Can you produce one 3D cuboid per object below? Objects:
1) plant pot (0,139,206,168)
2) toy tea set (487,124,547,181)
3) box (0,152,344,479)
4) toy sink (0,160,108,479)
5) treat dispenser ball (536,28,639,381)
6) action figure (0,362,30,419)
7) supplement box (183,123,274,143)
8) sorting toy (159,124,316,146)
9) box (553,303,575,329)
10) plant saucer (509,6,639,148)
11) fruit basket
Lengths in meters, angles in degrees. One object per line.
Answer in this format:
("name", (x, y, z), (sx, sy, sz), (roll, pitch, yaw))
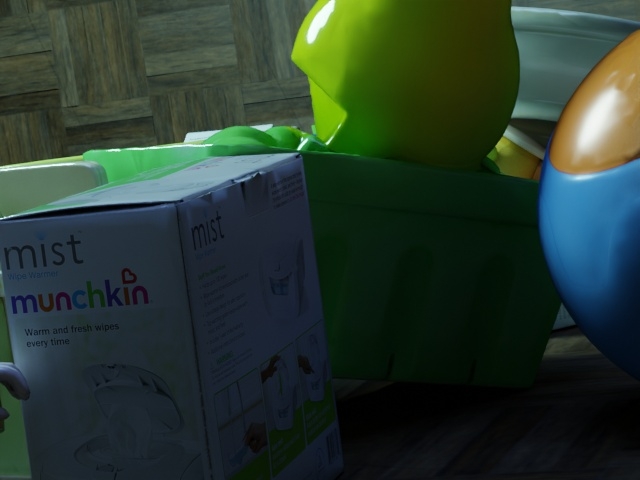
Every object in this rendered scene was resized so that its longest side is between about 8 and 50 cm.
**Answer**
("plant pot", (-0.148, 0.026, 1.767), (0.227, 0.207, 0.228), (-6, -2, 13))
("toy tea set", (0.264, -0.018, 2.161), (0.200, 0.124, 0.336), (33, 5, 23))
("box", (-0.084, 0.073, 1.260), (0.126, 0.231, 0.262), (-6, 8, 17))
("toy sink", (-0.241, 0.067, 1.497), (0.153, 0.234, 0.131), (-3, 8, 34))
("treat dispenser ball", (0.297, -0.025, 1.385), (0.288, 0.288, 0.288), (-8, 7, 1))
("action figure", (-0.356, 0.093, 1.147), (0.248, 0.276, 0.370), (-41, -6, -32))
("supplement box", (-0.110, -0.021, 2.224), (0.114, 0.111, 0.220), (-6, 38, 16))
("sorting toy", (-0.122, -0.075, 2.140), (0.347, 0.047, 0.196), (-8, 13, 11))
("box", (0.220, 0.028, 1.873), (0.170, 0.091, 0.130), (-11, 8, -26))
("plant saucer", (0.269, -0.159, 2.175), (0.400, 0.100, 0.400), (9, -6, 1))
("fruit basket", (0.032, -0.073, 1.543), (0.392, 0.392, 0.283), (-13, 8, -33))
